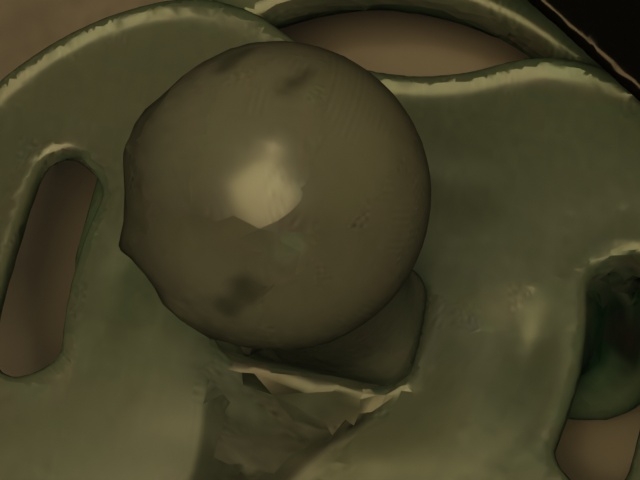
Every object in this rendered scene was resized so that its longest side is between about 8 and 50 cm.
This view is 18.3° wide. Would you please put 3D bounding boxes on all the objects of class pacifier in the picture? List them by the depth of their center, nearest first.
[{"bbox_3d":[0.000,0.000,0.713,0.343,0.269,0.288,9,72,7],"label":"pacifier"}]

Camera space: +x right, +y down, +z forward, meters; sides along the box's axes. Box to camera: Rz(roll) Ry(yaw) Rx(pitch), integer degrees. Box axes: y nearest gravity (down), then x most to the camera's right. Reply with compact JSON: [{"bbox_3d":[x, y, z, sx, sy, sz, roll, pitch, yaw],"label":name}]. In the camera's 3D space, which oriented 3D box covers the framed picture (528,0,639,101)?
[{"bbox_3d":[0.210,-0.125,0.771,0.324,0.013,0.244,44,72,11],"label":"framed picture"}]
